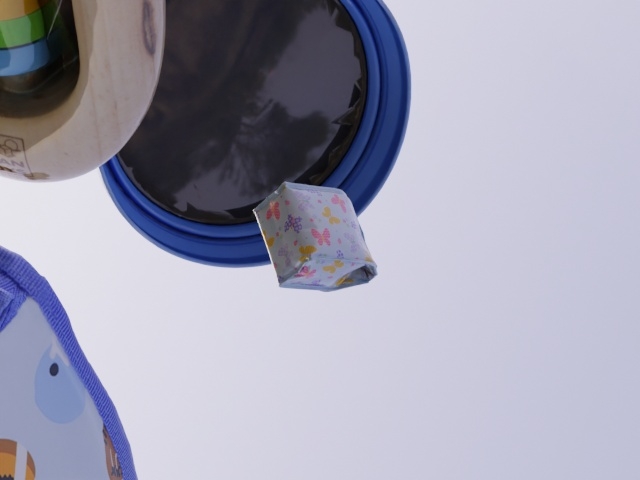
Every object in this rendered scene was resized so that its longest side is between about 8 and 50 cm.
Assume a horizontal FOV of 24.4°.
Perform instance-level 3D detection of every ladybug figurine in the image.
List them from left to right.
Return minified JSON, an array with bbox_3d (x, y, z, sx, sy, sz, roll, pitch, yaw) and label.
[{"bbox_3d":[-0.272,-0.244,1.298,0.305,0.449,0.162,11,-136,8],"label":"ladybug figurine"}]

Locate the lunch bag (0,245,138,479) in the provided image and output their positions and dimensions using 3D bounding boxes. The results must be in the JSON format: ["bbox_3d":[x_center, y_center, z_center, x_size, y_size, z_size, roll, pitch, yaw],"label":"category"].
[{"bbox_3d":[-0.254,0.221,0.786,0.239,0.385,0.328,22,-133,9],"label":"lunch bag"}]

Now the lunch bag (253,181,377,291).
[{"bbox_3d":[0.000,0.000,1.108,0.053,0.083,0.071,-42,-122,39],"label":"lunch bag"}]

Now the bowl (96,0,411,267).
[{"bbox_3d":[-0.084,-0.159,1.727,0.391,0.391,0.077,-54,-148,7],"label":"bowl"}]
